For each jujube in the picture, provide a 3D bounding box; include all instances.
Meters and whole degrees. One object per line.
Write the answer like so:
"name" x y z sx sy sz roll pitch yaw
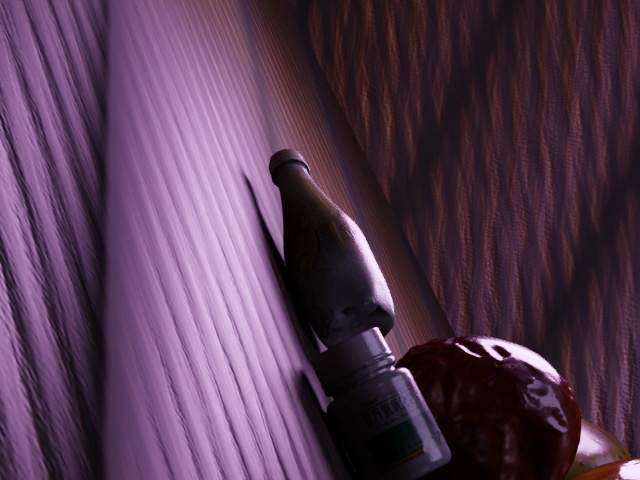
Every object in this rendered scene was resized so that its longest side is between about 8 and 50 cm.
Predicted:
"jujube" 0.156 0.180 2.026 0.190 0.190 0.255 61 -12 -14

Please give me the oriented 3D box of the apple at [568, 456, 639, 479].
"apple" 0.356 0.393 1.898 0.400 0.333 0.400 58 -2 3

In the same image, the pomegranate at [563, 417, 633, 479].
"pomegranate" 0.302 0.350 2.431 0.231 0.231 0.286 55 21 -56

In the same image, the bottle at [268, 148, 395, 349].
"bottle" 0.000 0.000 1.910 0.083 0.083 0.270 58 6 -43

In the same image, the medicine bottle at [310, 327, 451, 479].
"medicine bottle" 0.049 0.145 1.664 0.130 0.080 0.080 63 5 7
